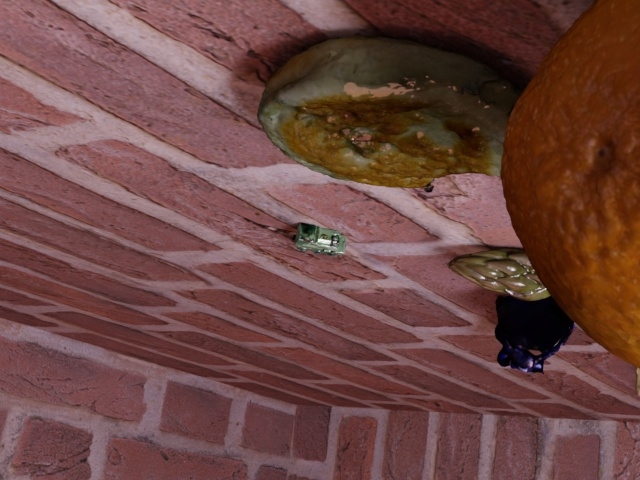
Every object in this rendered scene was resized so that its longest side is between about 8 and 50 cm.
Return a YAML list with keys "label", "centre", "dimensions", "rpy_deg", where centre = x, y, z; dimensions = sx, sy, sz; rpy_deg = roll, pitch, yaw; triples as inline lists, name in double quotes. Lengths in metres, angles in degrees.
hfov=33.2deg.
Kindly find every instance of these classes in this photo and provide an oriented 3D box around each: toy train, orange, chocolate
- label: "toy train"
  centre: [0.000, 0.000, 1.601]
  dimensions: [0.083, 0.033, 0.053]
  rpy_deg: [10, 161, -10]
- label: "orange"
  centre: [0.314, -0.043, 0.766]
  dimensions: [0.357, 0.322, 0.322]
  rpy_deg: [11, 166, -36]
- label: "chocolate"
  centre: [0.358, 0.156, 1.868]
  dimensions: [0.148, 0.126, 0.343]
  rpy_deg: [45, 174, 13]

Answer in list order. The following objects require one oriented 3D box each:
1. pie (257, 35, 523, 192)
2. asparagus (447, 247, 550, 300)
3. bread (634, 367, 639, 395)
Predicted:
- label: "pie"
  centre: [0.081, -0.117, 1.070]
  dimensions: [0.303, 0.066, 0.302]
  rpy_deg: [7, 164, 2]
- label: "asparagus"
  centre: [0.326, 0.053, 1.561]
  dimensions: [0.287, 0.080, 0.080]
  rpy_deg: [9, 165, -2]
- label: "bread"
  centre: [0.638, 0.154, 1.526]
  dimensions: [0.279, 0.207, 0.279]
  rpy_deg: [17, 163, -30]
